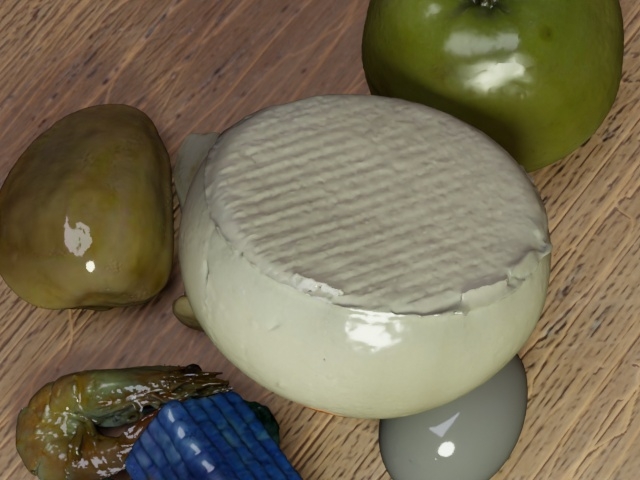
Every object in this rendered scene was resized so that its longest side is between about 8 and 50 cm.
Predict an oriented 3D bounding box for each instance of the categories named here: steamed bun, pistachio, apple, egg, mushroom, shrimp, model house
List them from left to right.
[{"bbox_3d":[-0.279,-0.041,1.828,0.213,0.163,0.260,8,66,-20],"label":"pistachio"},{"bbox_3d":[-0.227,0.201,1.767,0.267,0.061,0.145,-14,51,6],"label":"shrimp"},{"bbox_3d":[-0.151,0.302,1.587,0.295,0.329,0.252,-34,71,-3],"label":"model house"},{"bbox_3d":[-0.119,-0.016,1.819,0.108,0.096,0.247,4,73,-12],"label":"mushroom"},{"bbox_3d":[0.038,0.030,1.560,0.374,0.241,0.374,8,42,-7],"label":"steamed bun"},{"bbox_3d":[0.145,0.187,1.657,0.146,0.146,0.199,32,70,21],"label":"egg"},{"bbox_3d":[0.186,-0.195,1.724,0.295,0.258,0.233,4,72,14],"label":"apple"}]
